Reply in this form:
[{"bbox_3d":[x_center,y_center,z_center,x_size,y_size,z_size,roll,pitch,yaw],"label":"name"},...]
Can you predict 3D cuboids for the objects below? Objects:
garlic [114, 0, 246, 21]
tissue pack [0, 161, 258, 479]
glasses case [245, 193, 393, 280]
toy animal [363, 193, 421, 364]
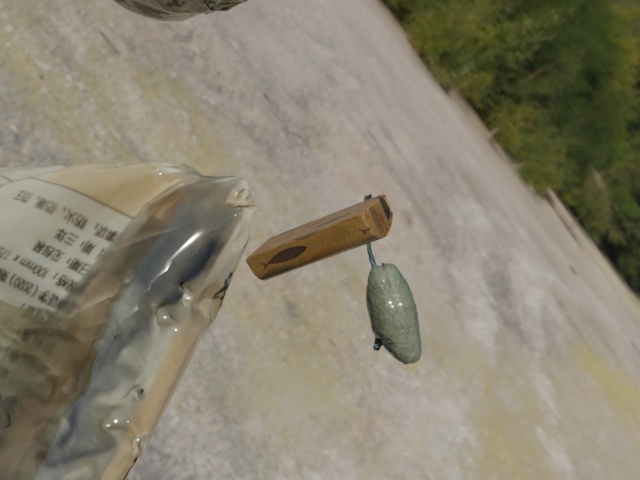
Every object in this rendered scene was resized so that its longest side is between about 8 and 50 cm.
[{"bbox_3d":[-0.130,-0.308,1.081,0.228,0.228,0.152,-75,154,-73],"label":"garlic"},{"bbox_3d":[-0.255,0.092,0.864,0.375,0.390,0.195,11,-26,51],"label":"tissue pack"},{"bbox_3d":[0.000,0.000,1.193,0.041,0.170,0.064,61,34,-11],"label":"glasses case"},{"bbox_3d":[0.085,0.051,1.461,0.079,0.070,0.253,-41,-117,62],"label":"toy animal"}]
